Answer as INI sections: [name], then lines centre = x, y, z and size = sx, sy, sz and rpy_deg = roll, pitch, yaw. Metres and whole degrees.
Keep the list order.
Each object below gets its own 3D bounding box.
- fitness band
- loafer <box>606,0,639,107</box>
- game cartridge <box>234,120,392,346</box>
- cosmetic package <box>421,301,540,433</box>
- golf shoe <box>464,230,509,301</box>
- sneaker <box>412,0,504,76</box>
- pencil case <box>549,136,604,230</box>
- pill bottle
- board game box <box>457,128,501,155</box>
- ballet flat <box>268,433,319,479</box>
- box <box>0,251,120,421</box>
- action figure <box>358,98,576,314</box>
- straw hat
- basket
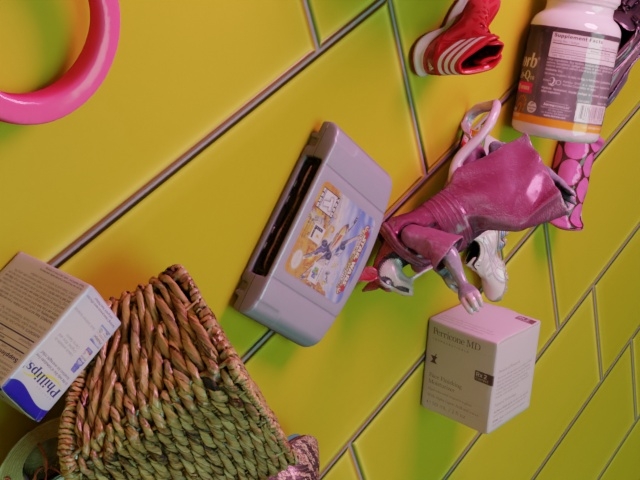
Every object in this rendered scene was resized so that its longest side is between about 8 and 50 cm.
[fitness band]
centre = -0.312, -0.239, 0.944
size = 0.209, 0.054, 0.291
rpy_deg = -60, 140, -14
[loafer]
centre = 0.590, -0.401, 1.953
size = 0.095, 0.109, 0.302
rpy_deg = 37, 78, -47
[game cartridge]
centre = 0.000, 0.000, 1.431
size = 0.198, 0.062, 0.297
rpy_deg = 34, 77, -47
[cosmetic package]
centre = 0.294, 0.226, 1.804
size = 0.151, 0.151, 0.183
rpy_deg = -19, 118, -46
[golf shoe]
centre = 0.300, 0.042, 1.824
size = 0.086, 0.069, 0.176
rpy_deg = -20, 118, -23
[sneaker]
centre = 0.254, -0.319, 1.547
size = 0.221, 0.128, 0.087
rpy_deg = -49, 137, -27
[pencil case]
centre = 0.512, -0.124, 1.981
size = 0.098, 0.095, 0.209
rpy_deg = 10, 98, -21
[pill bottle]
centre = 0.445, -0.321, 1.758
size = 0.162, 0.162, 0.278
rpy_deg = -5, 107, -50
[board game box]
centre = 0.316, -0.114, 1.791
size = 0.259, 0.039, 0.124
rpy_deg = 17, 91, -50
[ballet flat]
centre = -0.127, 0.450, 1.330
size = 0.483, 0.182, 0.164
rpy_deg = -29, 138, -37
[box]
centre = -0.306, 0.098, 1.032
size = 0.137, 0.126, 0.072
rpy_deg = -52, 140, -23
[action figure]
centre = 0.207, -0.039, 1.558
size = 0.370, 0.248, 0.275
rpy_deg = -28, 94, -12
[straw hat]
centre = -0.317, 0.246, 1.133
size = 0.144, 0.061, 0.144
rpy_deg = -18, 124, -30
[basket]
centre = -0.191, 0.192, 1.163
size = 0.223, 0.213, 0.299
rpy_deg = -31, 146, -6
